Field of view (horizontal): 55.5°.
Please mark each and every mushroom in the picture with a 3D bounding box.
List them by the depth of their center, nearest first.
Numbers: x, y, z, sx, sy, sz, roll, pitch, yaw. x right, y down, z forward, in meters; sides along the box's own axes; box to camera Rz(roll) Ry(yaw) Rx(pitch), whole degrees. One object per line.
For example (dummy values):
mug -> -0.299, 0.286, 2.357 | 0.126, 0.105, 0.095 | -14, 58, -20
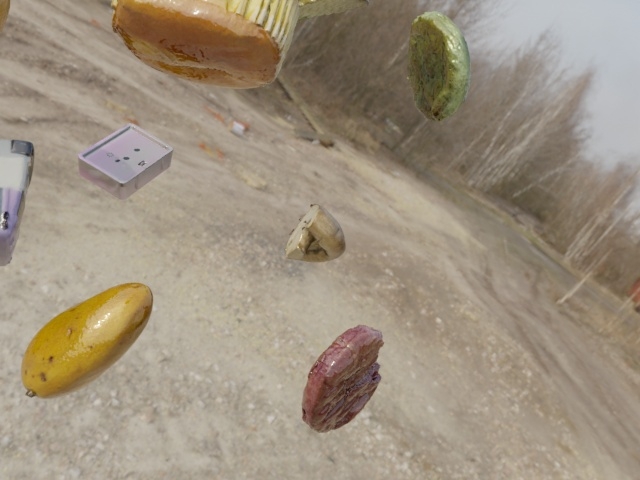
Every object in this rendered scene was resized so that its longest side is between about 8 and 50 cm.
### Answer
mushroom -> 0.000, 0.000, 1.724 | 0.151, 0.155, 0.286 | 28, -22, -9

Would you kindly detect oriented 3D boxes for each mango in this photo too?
mango -> -0.349, 0.144, 0.922 | 0.109, 0.227, 0.147 | 50, -6, -16

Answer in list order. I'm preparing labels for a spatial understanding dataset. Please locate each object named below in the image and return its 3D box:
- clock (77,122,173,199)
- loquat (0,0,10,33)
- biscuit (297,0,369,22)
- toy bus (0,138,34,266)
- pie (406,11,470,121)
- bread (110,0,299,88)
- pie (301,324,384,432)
clock -> -0.487, -0.200, 1.535 | 0.150, 0.063, 0.197 | 30, 45, 9
loquat -> -0.671, -0.432, 0.990 | 0.329, 0.328, 0.328 | 34, 15, -10
biscuit -> 0.000, -0.639, 1.651 | 0.187, 0.274, 0.036 | -103, -179, -82
toy bus -> -0.759, -0.077, 1.086 | 0.440, 0.209, 0.249 | 4, 69, -28
pie -> 0.284, -0.441, 1.539 | 0.079, 0.276, 0.277 | -18, 41, -18
bread -> -0.127, -0.238, 0.673 | 0.191, 0.114, 0.132 | 15, -23, -6
pie -> 0.044, 0.252, 1.105 | 0.054, 0.218, 0.204 | 31, 38, 32
